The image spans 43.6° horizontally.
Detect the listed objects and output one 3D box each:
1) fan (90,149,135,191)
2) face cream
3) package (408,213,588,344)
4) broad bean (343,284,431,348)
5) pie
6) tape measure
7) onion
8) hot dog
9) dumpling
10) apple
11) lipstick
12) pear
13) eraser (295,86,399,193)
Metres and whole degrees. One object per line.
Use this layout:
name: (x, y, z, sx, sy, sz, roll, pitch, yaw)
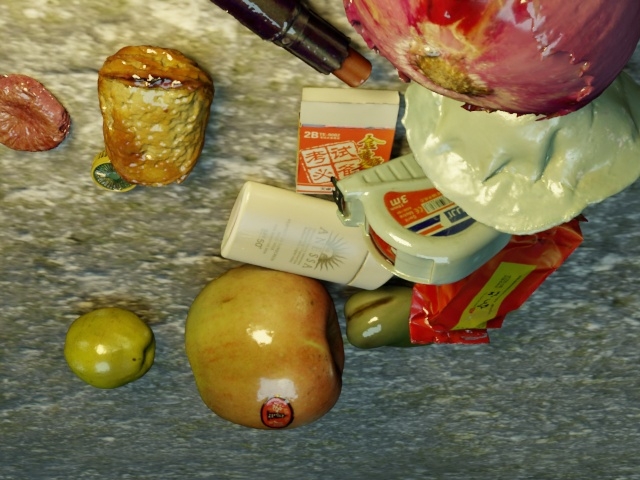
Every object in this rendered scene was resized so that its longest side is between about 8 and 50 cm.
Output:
fan: (-0.327, -0.138, 1.376, 0.155, 0.039, 0.082, -27, 135, 30)
face cream: (0.000, 0.000, 1.515, 0.349, 0.081, 0.173, 14, 124, -17)
package: (0.321, 0.058, 1.538, 0.196, 0.123, 0.423, 2, 143, -18)
broad bean: (0.175, 0.167, 1.744, 0.263, 0.121, 0.189, 7, 141, -34)
pie: (-0.480, -0.201, 1.291, 0.154, 0.038, 0.153, 1, 142, 1)
tape measure: (0.175, -0.043, 1.316, 0.243, 0.246, 0.125, -23, 150, -13)
onion: (0.200, -0.312, 0.947, 0.358, 0.344, 0.358, 10, 153, 5)
hot dog: (-0.258, -0.196, 1.239, 0.175, 0.114, 0.259, 4, 146, -13)
dumpling: (0.323, -0.171, 1.204, 0.321, 0.212, 0.270, -9, 108, 35)
apple: (-0.115, 0.217, 1.613, 0.305, 0.338, 0.338, -8, 143, 8)
lipstick: (-0.047, -0.304, 1.112, 0.300, 0.081, 0.081, 30, 135, -33)
pear: (-0.466, 0.241, 1.774, 0.198, 0.198, 0.198, 0, 144, 0)
eraser: (0.040, -0.160, 1.342, 0.157, 0.038, 0.230, 2, 144, -3)
